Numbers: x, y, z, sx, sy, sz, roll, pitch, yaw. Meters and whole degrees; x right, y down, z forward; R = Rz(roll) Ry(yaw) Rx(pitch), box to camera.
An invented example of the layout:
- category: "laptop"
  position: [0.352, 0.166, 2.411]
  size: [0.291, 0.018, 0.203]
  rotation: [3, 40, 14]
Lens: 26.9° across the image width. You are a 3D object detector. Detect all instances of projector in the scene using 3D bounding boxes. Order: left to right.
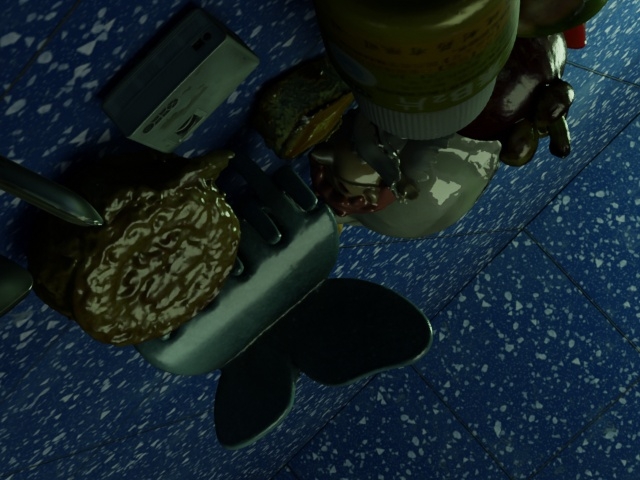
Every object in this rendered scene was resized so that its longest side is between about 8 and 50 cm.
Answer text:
- category: "projector"
  position: [-0.147, -0.168, 1.401]
  size: [0.147, 0.061, 0.115]
  rotation: [-44, 164, 8]

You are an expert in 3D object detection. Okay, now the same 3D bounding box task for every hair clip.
- category: "hair clip"
  position: [-0.104, 0.055, 1.738]
  size: [0.318, 0.392, 0.238]
  rotation: [-39, 137, -1]

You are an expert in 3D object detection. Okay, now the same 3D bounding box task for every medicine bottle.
- category: "medicine bottle"
  position: [0.107, -0.257, 1.473]
  size: [0.224, 0.224, 0.384]
  rotation: [-40, 166, -5]

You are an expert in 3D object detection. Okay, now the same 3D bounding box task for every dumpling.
- category: "dumpling"
  position: [0.121, -0.091, 2.115]
  size: [0.260, 0.181, 0.341]
  rotation: [-5, -178, -31]

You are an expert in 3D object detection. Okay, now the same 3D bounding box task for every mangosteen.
- category: "mangosteen"
  position: [0.265, -0.217, 1.898]
  size: [0.215, 0.258, 0.215]
  rotation: [-33, 176, -3]

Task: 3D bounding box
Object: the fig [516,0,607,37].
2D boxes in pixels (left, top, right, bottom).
- category: "fig"
  position: [0.233, -0.342, 1.695]
  size: [0.275, 0.206, 0.206]
  rotation: [-17, -178, 38]

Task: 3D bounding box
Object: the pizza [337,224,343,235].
- category: "pizza"
  position: [0.000, 0.000, 2.256]
  size: [0.109, 0.026, 0.123]
  rotation: [-69, 162, 6]

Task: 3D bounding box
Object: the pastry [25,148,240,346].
- category: "pastry"
  position: [-0.218, -0.002, 1.519]
  size: [0.240, 0.132, 0.235]
  rotation: [-27, 138, -26]

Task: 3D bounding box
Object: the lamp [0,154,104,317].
- category: "lamp"
  position: [-0.292, -0.011, 1.242]
  size: [0.124, 0.203, 0.283]
  rotation: [-54, 172, -38]

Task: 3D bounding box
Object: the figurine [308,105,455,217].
- category: "figurine"
  position: [0.058, -0.124, 1.861]
  size: [0.166, 0.207, 0.387]
  rotation: [-8, 164, -26]

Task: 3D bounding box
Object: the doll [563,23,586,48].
- category: "doll"
  position: [0.364, -0.396, 1.936]
  size: [0.384, 0.099, 0.188]
  rotation: [34, 72, -74]

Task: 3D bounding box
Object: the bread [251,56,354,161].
- category: "bread"
  position: [-0.022, -0.163, 1.706]
  size: [0.140, 0.069, 0.128]
  rotation: [-35, 165, -36]
